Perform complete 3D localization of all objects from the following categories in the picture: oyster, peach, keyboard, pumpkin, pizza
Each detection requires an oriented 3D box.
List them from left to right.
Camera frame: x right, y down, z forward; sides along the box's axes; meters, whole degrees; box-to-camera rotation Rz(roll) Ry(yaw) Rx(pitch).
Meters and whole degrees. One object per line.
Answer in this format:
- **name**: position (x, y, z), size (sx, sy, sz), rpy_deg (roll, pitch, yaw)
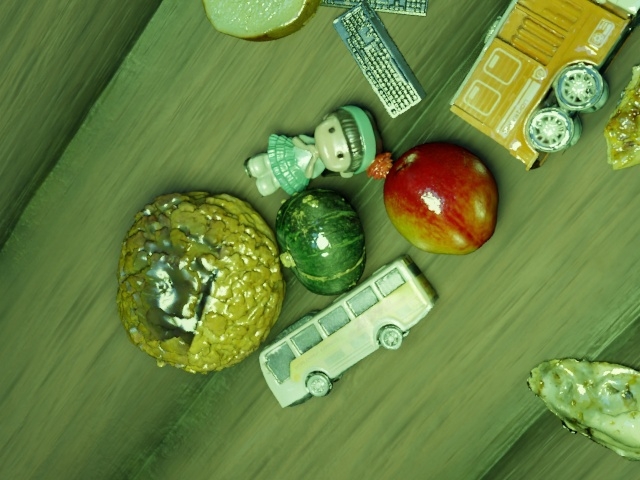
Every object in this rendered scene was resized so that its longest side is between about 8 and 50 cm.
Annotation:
- **pumpkin**: position (0.001, 0.001, 1.348), size (0.146, 0.190, 0.190), rpy_deg (-8, 100, -21)
- **keyboard**: position (0.085, -0.422, 1.341), size (0.198, 0.010, 0.064), rpy_deg (9, 104, 12)
- **keyboard**: position (0.100, -0.310, 1.352), size (0.074, 0.015, 0.196), rpy_deg (-31, 95, 20)
- **peach**: position (0.192, -0.074, 1.286), size (0.197, 0.197, 0.197), rpy_deg (2, 101, 13)
- **oyster**: position (0.501, 0.271, 1.338), size (0.294, 0.094, 0.166), rpy_deg (24, 86, 18)
- **pizza**: position (0.532, -0.218, 1.245), size (0.127, 0.058, 0.246), rpy_deg (39, 104, 5)

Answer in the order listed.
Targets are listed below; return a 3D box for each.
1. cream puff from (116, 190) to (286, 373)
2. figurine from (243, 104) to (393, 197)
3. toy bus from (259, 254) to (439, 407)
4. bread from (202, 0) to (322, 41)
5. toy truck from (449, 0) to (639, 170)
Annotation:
- **cream puff**: position (-0.228, 0.079, 1.396), size (0.342, 0.231, 0.327), rpy_deg (-27, 96, 17)
- **figurine**: position (-0.002, -0.141, 1.368), size (0.245, 0.110, 0.138), rpy_deg (-19, 105, 19)
- **toy bus**: position (0.047, 0.167, 1.412), size (0.342, 0.097, 0.138), rpy_deg (-34, 89, 16)
- **bread**: position (-0.100, -0.453, 1.346), size (0.236, 0.070, 0.236), rpy_deg (3, 100, 17)
- **toy truck**: position (0.374, -0.312, 1.209), size (0.207, 0.173, 0.388), rpy_deg (36, 109, 14)
